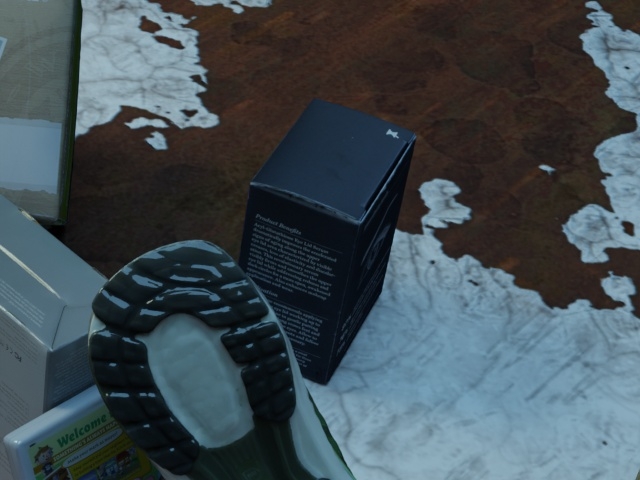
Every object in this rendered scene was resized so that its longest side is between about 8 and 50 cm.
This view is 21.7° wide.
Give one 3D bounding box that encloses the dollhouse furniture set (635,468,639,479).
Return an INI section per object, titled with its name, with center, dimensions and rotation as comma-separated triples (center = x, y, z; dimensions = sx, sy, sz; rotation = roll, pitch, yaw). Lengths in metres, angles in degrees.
[dollhouse furniture set]
center = 0.363, 0.187, 1.421
dimensions = 0.161, 0.182, 0.101
rotation = 16, 39, 7

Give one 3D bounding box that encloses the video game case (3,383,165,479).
[video game case]
center = -0.137, 0.190, 1.304
dimensions = 0.023, 0.193, 0.212
rotation = 12, 31, 44

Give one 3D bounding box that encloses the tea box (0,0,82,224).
[tea box]
center = -0.385, -0.132, 1.501
dimensions = 0.329, 0.220, 0.323
rotation = 4, -1, -6

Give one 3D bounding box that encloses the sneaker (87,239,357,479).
[sneaker]
center = -0.041, 0.172, 1.236
dimensions = 0.158, 0.410, 0.182
rotation = -21, 15, -1

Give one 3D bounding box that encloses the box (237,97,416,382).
[box]
center = 0.000, 0.000, 1.547
dimensions = 0.108, 0.207, 0.153
rotation = 20, 40, 12

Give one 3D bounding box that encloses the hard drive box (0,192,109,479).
[hard drive box]
center = -0.244, 0.106, 1.343
dimensions = 0.181, 0.232, 0.089
rotation = 37, 45, 28
